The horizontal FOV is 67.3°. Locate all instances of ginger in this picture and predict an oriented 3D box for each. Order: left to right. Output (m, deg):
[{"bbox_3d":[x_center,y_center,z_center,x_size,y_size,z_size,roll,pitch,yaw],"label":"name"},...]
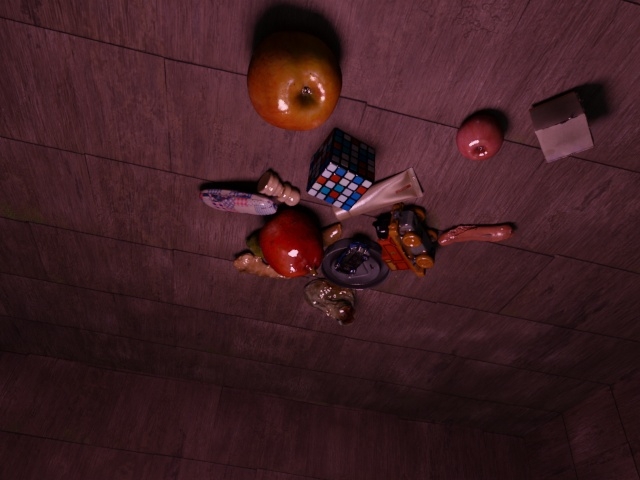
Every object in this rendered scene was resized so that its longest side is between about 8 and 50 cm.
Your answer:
[{"bbox_3d":[-0.270,0.127,2.272,0.294,0.086,0.131,17,130,-25],"label":"ginger"}]

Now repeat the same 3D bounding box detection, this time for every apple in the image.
[{"bbox_3d":[-0.080,-0.456,1.420,0.301,0.302,0.302,4,139,3],"label":"apple"},{"bbox_3d":[0.529,-0.336,1.595,0.153,0.120,0.153,4,140,3],"label":"apple"}]

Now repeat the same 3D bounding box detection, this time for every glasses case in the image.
[{"bbox_3d":[-0.327,-0.153,1.898,0.327,0.076,0.125,8,168,20],"label":"glasses case"}]

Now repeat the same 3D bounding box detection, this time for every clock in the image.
[{"bbox_3d":[0.161,0.113,2.203,0.324,0.067,0.325,3,140,3],"label":"clock"}]

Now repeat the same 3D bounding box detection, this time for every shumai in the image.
[{"bbox_3d":[0.038,0.315,2.354,0.271,0.204,0.222,-13,135,26],"label":"shumai"}]

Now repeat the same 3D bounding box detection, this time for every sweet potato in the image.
[{"bbox_3d":[0.000,0.000,2.087,0.243,0.077,0.077,-28,129,32],"label":"sweet potato"}]

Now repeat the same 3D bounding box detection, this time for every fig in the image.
[{"bbox_3d":[-0.262,0.019,2.118,0.156,0.123,0.123,-7,141,39],"label":"fig"}]

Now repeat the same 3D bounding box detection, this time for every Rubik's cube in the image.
[{"bbox_3d":[0.074,-0.247,1.707,0.182,0.187,0.184,24,135,-20],"label":"Rubik's cube"}]

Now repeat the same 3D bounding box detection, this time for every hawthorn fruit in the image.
[{"bbox_3d":[-0.104,0.029,1.949,0.265,0.307,0.265,-22,148,-15],"label":"hawthorn fruit"}]

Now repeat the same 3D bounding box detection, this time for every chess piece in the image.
[{"bbox_3d":[-0.153,-0.192,1.876,0.170,0.094,0.094,27,136,-27],"label":"chess piece"}]

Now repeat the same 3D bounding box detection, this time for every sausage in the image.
[{"bbox_3d":[0.638,-0.026,1.980,0.304,0.078,0.078,-4,138,10],"label":"sausage"}]

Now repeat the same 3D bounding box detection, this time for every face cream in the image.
[{"bbox_3d":[0.215,-0.170,1.869,0.341,0.084,0.137,-19,124,17],"label":"face cream"}]

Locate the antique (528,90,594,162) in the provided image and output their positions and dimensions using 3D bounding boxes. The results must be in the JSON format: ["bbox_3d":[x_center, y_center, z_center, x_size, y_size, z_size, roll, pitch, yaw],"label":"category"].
[{"bbox_3d":[0.759,-0.362,1.514,0.151,0.148,0.147,-19,133,27],"label":"antique"}]

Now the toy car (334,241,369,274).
[{"bbox_3d":[0.134,0.077,2.065,0.103,0.063,0.216,20,143,-14],"label":"toy car"}]

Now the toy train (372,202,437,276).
[{"bbox_3d":[0.352,0.012,1.999,0.231,0.163,0.369,-10,138,31],"label":"toy train"}]
